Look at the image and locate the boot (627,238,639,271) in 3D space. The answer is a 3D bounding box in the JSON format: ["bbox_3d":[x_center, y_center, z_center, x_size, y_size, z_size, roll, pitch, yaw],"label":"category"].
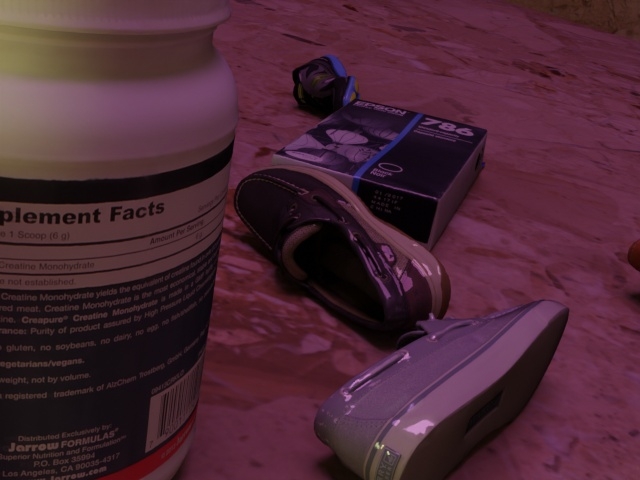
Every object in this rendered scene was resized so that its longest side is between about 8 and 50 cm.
[{"bbox_3d":[0.335,0.041,0.749,0.283,0.109,0.220,-5,28,-36],"label":"boot"}]

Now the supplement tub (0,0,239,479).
[{"bbox_3d":[-0.143,-0.011,0.464,0.191,0.272,0.191,9,23,-4],"label":"supplement tub"}]

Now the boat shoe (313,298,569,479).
[{"bbox_3d":[0.082,0.079,0.596,0.081,0.079,0.227,29,32,28],"label":"boat shoe"}]

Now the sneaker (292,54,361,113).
[{"bbox_3d":[0.007,-0.187,1.219,0.078,0.067,0.188,-17,30,-8],"label":"sneaker"}]

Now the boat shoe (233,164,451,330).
[{"bbox_3d":[0.000,0.001,0.742,0.073,0.080,0.223,-8,33,-47],"label":"boat shoe"}]

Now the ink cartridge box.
[{"bbox_3d":[0.077,-0.086,1.001,0.165,0.065,0.333,15,23,13],"label":"ink cartridge box"}]
